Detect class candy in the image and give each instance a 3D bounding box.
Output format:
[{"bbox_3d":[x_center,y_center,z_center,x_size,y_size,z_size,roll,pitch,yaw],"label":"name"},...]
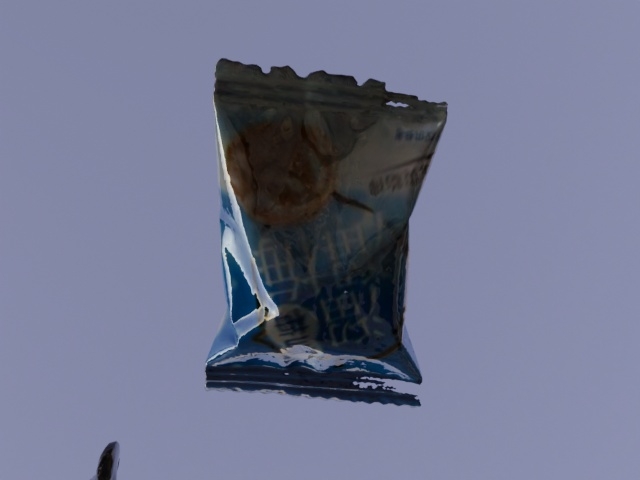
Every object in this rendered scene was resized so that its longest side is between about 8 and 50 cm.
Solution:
[{"bbox_3d":[0.001,0.000,0.494,0.088,0.038,0.136,6,-70,5],"label":"candy"}]

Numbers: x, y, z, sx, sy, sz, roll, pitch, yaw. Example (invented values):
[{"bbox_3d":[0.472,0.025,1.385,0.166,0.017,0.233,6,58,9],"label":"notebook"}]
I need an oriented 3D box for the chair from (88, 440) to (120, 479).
[{"bbox_3d":[-0.154,0.235,0.694,0.145,0.221,0.140,-3,-25,-30],"label":"chair"}]
